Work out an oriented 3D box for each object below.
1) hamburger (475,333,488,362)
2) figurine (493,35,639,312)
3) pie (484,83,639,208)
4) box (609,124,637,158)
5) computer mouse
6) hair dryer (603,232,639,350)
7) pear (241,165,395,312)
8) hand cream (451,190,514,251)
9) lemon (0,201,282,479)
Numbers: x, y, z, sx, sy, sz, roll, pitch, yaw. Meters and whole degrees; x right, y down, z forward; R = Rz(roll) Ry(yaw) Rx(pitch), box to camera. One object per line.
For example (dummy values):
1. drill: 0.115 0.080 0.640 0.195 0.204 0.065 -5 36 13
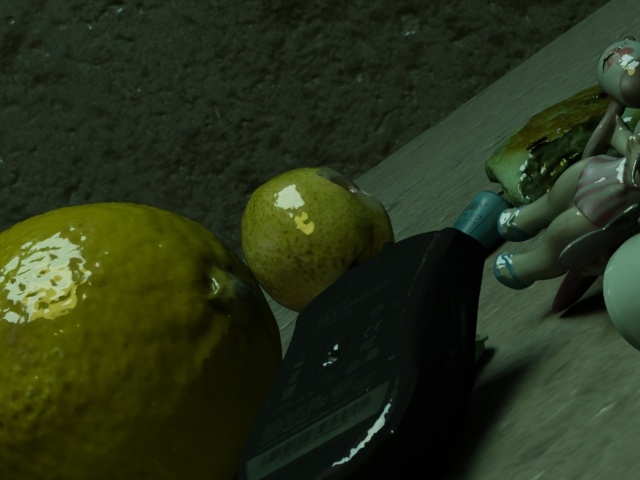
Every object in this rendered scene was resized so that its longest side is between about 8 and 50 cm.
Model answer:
1. hamburger: 0.074 0.082 1.032 0.084 0.054 0.121 -35 -2 16
2. figurine: 0.210 -0.044 0.958 0.260 0.103 0.205 -34 29 55
3. pie: 0.290 -0.120 1.380 0.302 0.067 0.302 -30 8 5
4. box: 0.273 -0.072 1.149 0.063 0.060 0.084 -43 7 -8
5. computer mouse: 0.035 0.091 0.905 0.147 0.088 0.264 -29 26 33
6. hair dryer: 0.260 -0.026 0.776 0.236 0.073 0.131 -35 4 -36
7. pear: 0.000 0.000 1.623 0.178 0.178 0.178 -34 5 4
8. hand cream: 0.109 0.028 1.380 0.224 0.048 0.083 -43 8 -21
9. lemon: -0.166 0.106 1.122 0.293 0.293 0.293 -34 5 4
